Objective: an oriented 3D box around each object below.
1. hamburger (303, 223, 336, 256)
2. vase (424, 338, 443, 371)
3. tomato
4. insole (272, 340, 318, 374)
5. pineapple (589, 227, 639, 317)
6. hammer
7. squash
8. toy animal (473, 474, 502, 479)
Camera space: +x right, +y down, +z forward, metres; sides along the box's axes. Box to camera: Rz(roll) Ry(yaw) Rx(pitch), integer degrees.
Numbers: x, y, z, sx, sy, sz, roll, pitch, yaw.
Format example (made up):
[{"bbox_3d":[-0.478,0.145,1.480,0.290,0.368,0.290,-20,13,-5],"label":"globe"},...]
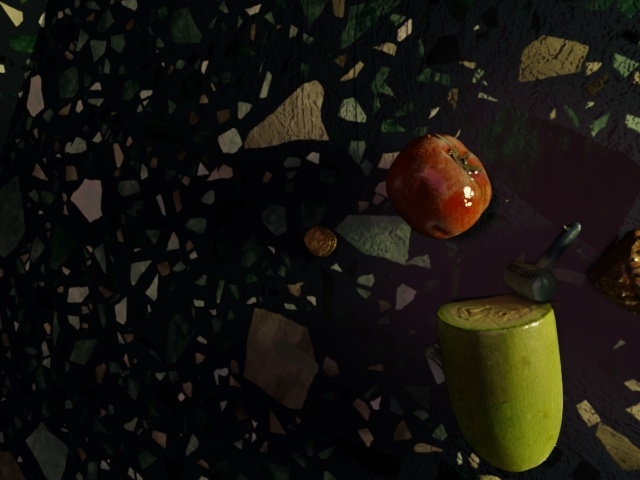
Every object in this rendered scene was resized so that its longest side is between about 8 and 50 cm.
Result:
[{"bbox_3d":[0.000,0.000,1.234,0.076,0.044,0.083,-45,69,20],"label":"hamburger"},{"bbox_3d":[0.305,0.293,1.067,0.081,0.081,0.148,-47,67,18],"label":"vase"},{"bbox_3d":[0.251,-0.117,1.025,0.188,0.232,0.232,-40,72,38],"label":"tomato"},{"bbox_3d":[-0.070,0.319,1.285,0.153,0.002,0.053,28,101,23],"label":"insole"},{"bbox_3d":[0.696,0.120,0.851,0.365,0.165,0.165,33,103,14],"label":"pineapple"},{"bbox_3d":[0.476,0.037,0.985,0.069,0.116,0.194,40,89,-18],"label":"hammer"},{"bbox_3d":[0.383,0.294,0.976,0.234,0.210,0.308,-10,100,5],"label":"squash"},{"bbox_3d":[0.358,0.583,1.023,0.098,0.098,0.137,26,100,24],"label":"toy animal"}]
